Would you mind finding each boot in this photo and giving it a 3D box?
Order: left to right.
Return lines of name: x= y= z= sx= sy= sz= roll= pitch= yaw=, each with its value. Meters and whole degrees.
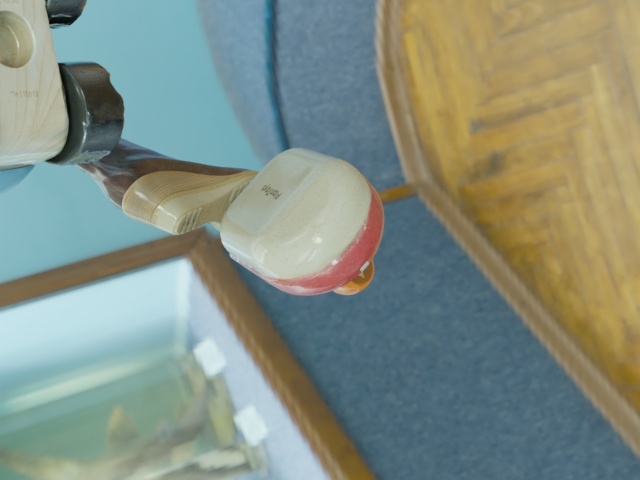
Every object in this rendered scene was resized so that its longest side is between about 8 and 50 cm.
boot: x=-0.195 y=-0.091 z=1.740 sx=0.207 sy=0.248 sz=0.090 roll=34 pitch=112 yaw=19

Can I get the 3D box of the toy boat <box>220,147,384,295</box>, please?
toy boat: x=0.000 y=0.000 z=1.482 sx=0.151 sy=0.151 sz=0.231 roll=44 pitch=174 yaw=-22

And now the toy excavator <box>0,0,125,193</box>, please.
toy excavator: x=-0.465 y=-0.237 z=1.455 sx=0.445 sy=0.222 sz=0.433 roll=-11 pitch=92 yaw=40
